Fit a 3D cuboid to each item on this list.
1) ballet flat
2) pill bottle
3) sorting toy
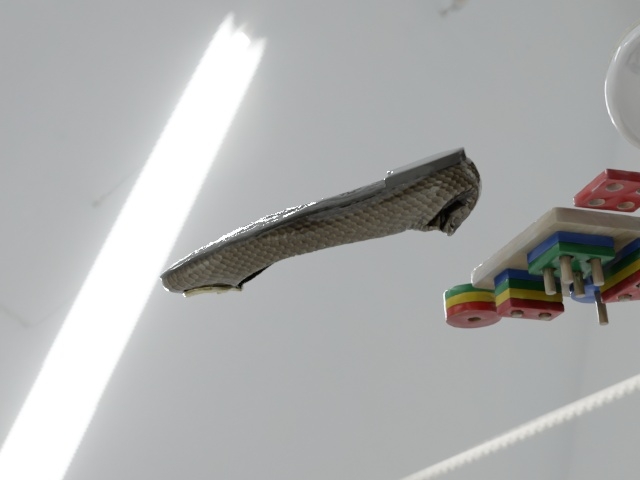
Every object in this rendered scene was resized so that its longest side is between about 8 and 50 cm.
[{"bbox_3d":[0.000,0.000,0.881,0.084,0.249,0.058,-52,-59,-75],"label":"ballet flat"},{"bbox_3d":[0.300,-0.138,1.024,0.118,0.117,0.208,54,-161,-2],"label":"pill bottle"},{"bbox_3d":[0.204,0.024,0.896,0.132,0.274,0.046,6,-115,-19],"label":"sorting toy"}]
